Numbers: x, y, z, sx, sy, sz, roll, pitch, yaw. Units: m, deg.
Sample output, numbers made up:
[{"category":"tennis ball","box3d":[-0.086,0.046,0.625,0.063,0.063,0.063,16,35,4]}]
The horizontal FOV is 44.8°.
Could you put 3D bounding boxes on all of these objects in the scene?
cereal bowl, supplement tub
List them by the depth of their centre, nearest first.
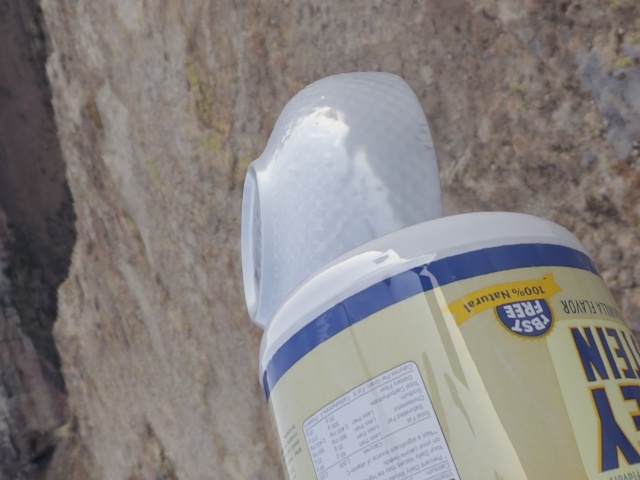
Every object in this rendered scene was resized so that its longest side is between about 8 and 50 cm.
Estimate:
[{"category":"supplement tub","box3d":[0.106,0.167,0.440,0.228,0.228,0.316,112,146,-54]},{"category":"cereal bowl","box3d":[0.000,0.000,0.774,0.339,0.141,0.338,179,90,-77]}]
